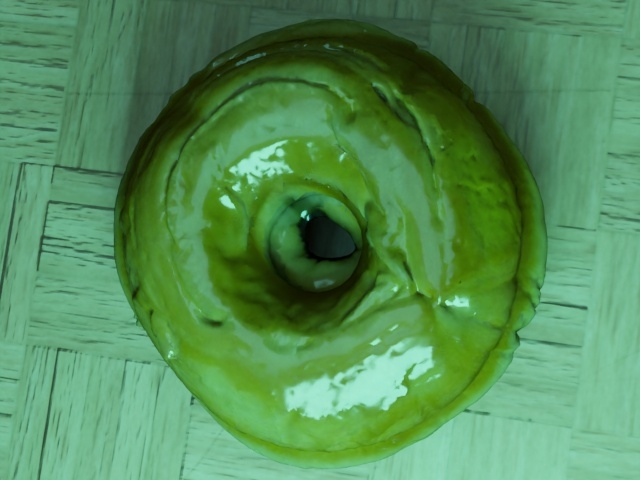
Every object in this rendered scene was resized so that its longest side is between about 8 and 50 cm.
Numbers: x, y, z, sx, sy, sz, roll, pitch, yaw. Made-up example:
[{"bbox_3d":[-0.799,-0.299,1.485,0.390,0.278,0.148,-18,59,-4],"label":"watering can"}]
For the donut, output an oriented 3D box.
[{"bbox_3d":[0.000,0.000,1.358,0.449,0.198,0.449,-1,85,14],"label":"donut"}]
